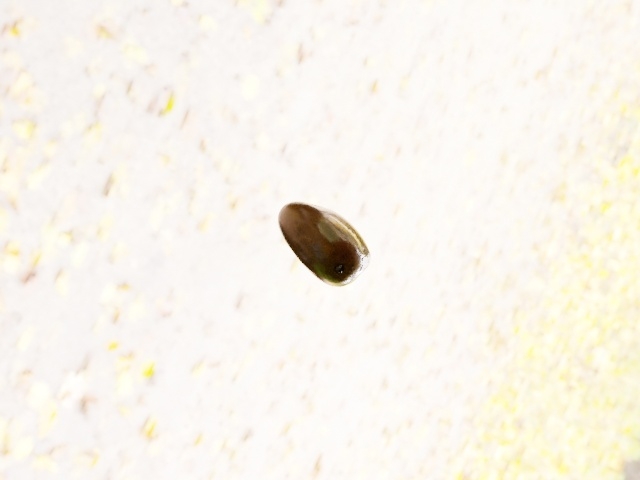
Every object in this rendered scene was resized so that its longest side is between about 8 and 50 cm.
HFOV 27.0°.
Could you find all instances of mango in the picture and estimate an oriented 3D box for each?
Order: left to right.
[{"bbox_3d":[0.000,0.000,1.355,0.060,0.114,0.080,-50,143,16],"label":"mango"}]
